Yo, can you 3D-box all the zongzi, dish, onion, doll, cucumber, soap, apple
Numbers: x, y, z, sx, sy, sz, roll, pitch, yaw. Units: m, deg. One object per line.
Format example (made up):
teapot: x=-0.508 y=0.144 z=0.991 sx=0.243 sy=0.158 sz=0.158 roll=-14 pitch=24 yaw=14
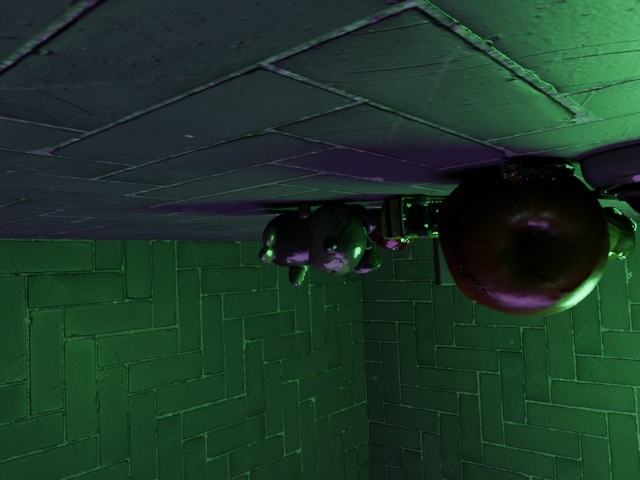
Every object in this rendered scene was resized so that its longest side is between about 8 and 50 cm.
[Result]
zongzi: x=0.830 y=-0.056 z=1.603 sx=0.403 sy=0.208 sz=0.432 roll=5 pitch=161 yaw=-3
dish: x=0.664 y=-0.108 z=1.045 sx=0.273 sy=0.134 sz=0.273 roll=-2 pitch=176 yaw=0
onion: x=0.249 y=-0.040 z=1.909 sx=0.177 sy=0.153 sz=0.177 roll=1 pitch=-166 yaw=0
doll: x=0.001 y=-0.034 z=1.694 sx=0.382 sy=0.252 sz=0.379 roll=1 pitch=-151 yaw=-4
cucumber: x=0.437 y=-0.138 z=1.056 sx=0.181 sy=0.053 sz=0.053 roll=-4 pitch=178 yaw=-26
soap: x=0.592 y=0.029 z=2.110 sx=0.285 sy=0.296 sz=0.107 roll=-4 pitch=177 yaw=0
apple: x=0.456 y=-0.007 z=1.244 sx=0.384 sy=0.374 sz=0.374 roll=27 pitch=180 yaw=5

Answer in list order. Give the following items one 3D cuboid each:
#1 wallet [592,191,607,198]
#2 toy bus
wallet: x=0.971 y=-0.141 z=1.627 sx=0.255 sy=0.031 sz=0.137 roll=0 pitch=180 yaw=-14
toy bus: x=0.309 y=-0.065 z=1.605 sx=0.262 sy=0.128 sz=0.150 roll=-2 pitch=177 yaw=-31
